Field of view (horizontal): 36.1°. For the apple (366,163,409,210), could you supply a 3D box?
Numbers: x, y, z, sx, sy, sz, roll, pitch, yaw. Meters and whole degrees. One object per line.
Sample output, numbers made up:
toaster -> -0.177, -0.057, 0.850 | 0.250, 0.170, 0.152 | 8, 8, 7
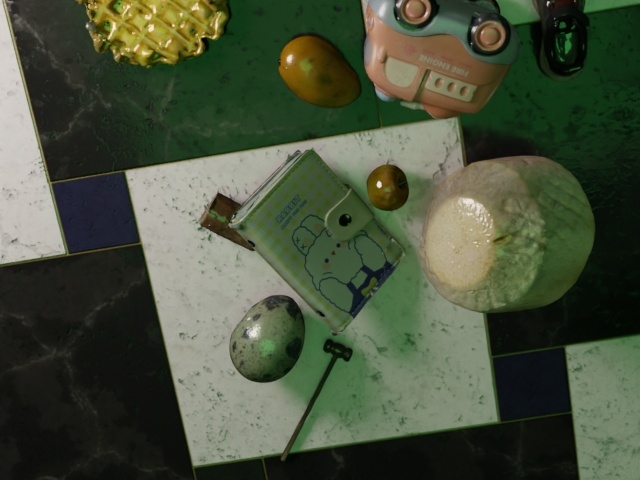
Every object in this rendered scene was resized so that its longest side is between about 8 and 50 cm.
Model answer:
apple -> 0.126, -0.099, 1.856 | 0.075, 0.089, 0.089 | -12, 106, 17

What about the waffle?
waffle -> -0.310, -0.445, 1.779 | 0.281, 0.060, 0.262 | -8, 106, 3

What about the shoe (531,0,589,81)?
shoe -> 0.437, -0.394, 1.756 | 0.099, 0.112, 0.227 | -8, 107, 4

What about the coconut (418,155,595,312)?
coconut -> 0.343, -0.008, 1.788 | 0.329, 0.329, 0.328 | 0, 106, 1

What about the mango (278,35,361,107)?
mango -> -0.004, -0.302, 1.802 | 0.111, 0.089, 0.163 | -38, 110, 10

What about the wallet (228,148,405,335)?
wallet -> 0.000, 0.000, 1.863 | 0.223, 0.077, 0.309 | -48, 112, -12

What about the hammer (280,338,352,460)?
hammer -> -0.021, 0.334, 2.018 | 0.058, 0.029, 0.292 | 25, 107, -4

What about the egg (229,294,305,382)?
egg -> -0.100, 0.191, 1.917 | 0.141, 0.141, 0.181 | 27, 96, -7

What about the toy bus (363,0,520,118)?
toy bus -> 0.201, -0.339, 1.748 | 0.288, 0.194, 0.232 | 17, 118, -5

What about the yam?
yam -> -0.163, -0.034, 1.884 | 0.127, 0.084, 0.084 | 31, 104, -9
